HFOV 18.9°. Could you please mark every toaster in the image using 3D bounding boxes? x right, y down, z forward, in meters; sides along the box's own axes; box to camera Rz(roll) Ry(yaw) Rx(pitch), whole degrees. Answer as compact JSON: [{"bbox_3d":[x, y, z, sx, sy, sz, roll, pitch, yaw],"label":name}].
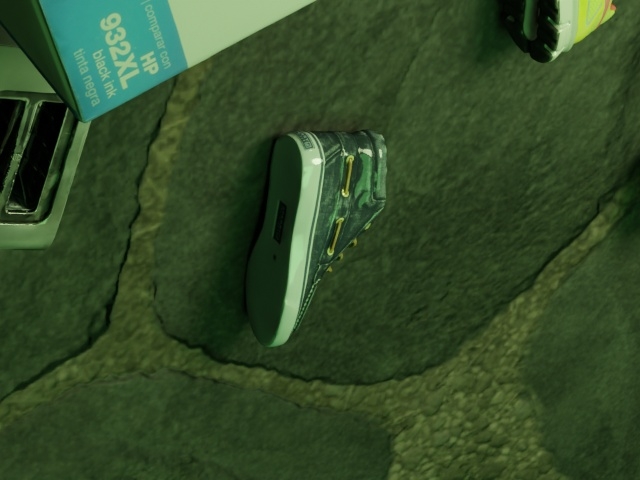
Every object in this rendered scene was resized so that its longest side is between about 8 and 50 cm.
[{"bbox_3d":[-0.240,-0.082,1.205,0.168,0.110,0.186,2,120,-37],"label":"toaster"}]

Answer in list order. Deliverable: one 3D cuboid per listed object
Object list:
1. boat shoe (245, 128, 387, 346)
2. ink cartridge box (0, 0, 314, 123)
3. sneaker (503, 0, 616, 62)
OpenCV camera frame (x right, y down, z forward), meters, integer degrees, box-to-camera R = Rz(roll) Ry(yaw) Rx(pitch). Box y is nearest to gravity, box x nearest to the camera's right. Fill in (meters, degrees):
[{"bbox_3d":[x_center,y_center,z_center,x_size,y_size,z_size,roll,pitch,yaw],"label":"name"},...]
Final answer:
[{"bbox_3d":[0.000,0.000,1.466,0.083,0.065,0.183,-6,124,-30],"label":"boat shoe"},{"bbox_3d":[-0.068,-0.235,1.128,0.307,0.223,0.129,-29,135,-14],"label":"ink cartridge box"},{"bbox_3d":[0.195,-0.237,1.425,0.094,0.081,0.208,-22,139,-29],"label":"sneaker"}]
